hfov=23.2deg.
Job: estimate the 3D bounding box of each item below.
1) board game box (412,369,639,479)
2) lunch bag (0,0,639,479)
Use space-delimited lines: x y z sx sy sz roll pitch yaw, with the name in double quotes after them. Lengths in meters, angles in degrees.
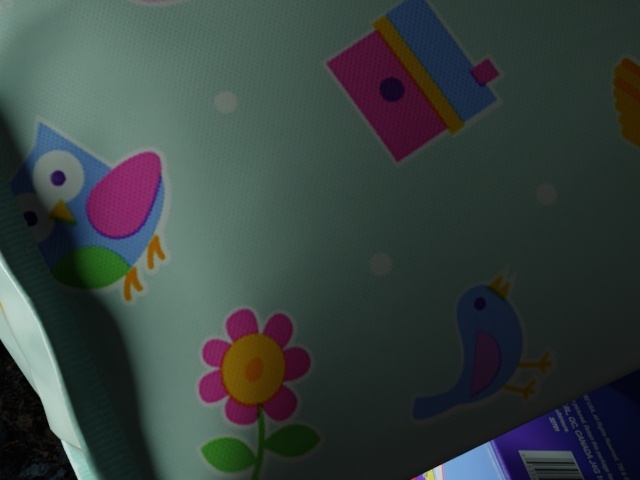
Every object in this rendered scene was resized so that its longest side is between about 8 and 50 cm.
0.025 0.067 0.663 0.347 0.078 0.233 -110 31 -46 "board game box"
-0.006 -0.075 0.401 0.160 0.223 0.262 136 110 -78 "lunch bag"
